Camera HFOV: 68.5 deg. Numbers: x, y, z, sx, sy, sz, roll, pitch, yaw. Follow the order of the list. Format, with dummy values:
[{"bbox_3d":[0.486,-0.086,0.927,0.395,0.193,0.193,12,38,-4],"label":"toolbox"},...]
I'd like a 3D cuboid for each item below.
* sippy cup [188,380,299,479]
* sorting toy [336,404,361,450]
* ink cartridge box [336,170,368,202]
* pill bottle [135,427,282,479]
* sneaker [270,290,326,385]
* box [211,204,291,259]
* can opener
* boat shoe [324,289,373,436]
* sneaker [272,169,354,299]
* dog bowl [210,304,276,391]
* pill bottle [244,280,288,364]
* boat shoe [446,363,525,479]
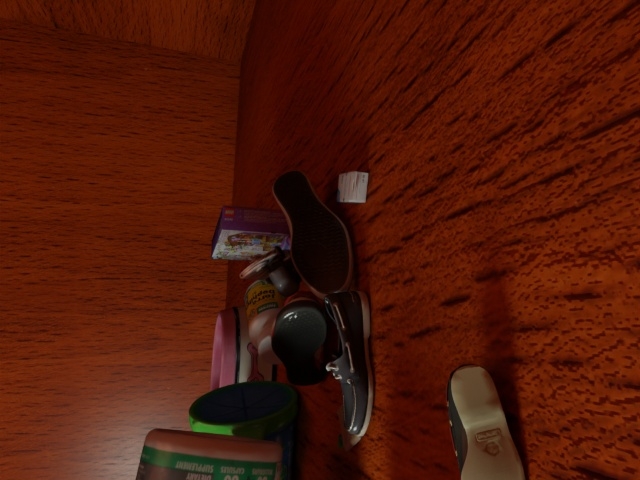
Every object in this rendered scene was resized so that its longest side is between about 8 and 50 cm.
[{"bbox_3d":[-0.154,0.451,1.011,0.305,0.240,0.224,-13,-82,-67],"label":"sippy cup"},{"bbox_3d":[0.040,0.289,0.726,0.083,0.012,0.062,116,149,-43],"label":"sorting toy"},{"bbox_3d":[0.054,-0.085,0.757,0.083,0.028,0.048,-166,81,-74],"label":"ink cartridge box"},{"bbox_3d":[-0.173,0.454,0.629,0.204,0.204,0.361,133,146,-65],"label":"pill bottle"},{"bbox_3d":[-0.038,0.135,0.819,0.270,0.090,0.145,86,177,-51],"label":"sneaker"},{"bbox_3d":[-0.145,-0.006,1.108,0.293,0.201,0.057,142,130,-67],"label":"box"},{"bbox_3d":[-0.067,0.064,0.863,0.093,0.074,0.280,58,-173,9],"label":"can opener"},{"bbox_3d":[0.034,0.175,0.685,0.075,0.065,0.206,140,132,-67],"label":"boat shoe"},{"bbox_3d":[0.000,0.000,0.854,0.123,0.106,0.290,62,-174,-50],"label":"sneaker"},{"bbox_3d":[-0.246,0.384,1.435,0.408,0.150,0.408,-176,90,-74],"label":"dog bowl"},{"bbox_3d":[-0.112,0.185,1.090,0.208,0.117,0.118,-115,34,-60],"label":"pill bottle"},{"bbox_3d":[0.135,0.171,0.390,0.042,0.049,0.133,54,-153,-72],"label":"boat shoe"}]
